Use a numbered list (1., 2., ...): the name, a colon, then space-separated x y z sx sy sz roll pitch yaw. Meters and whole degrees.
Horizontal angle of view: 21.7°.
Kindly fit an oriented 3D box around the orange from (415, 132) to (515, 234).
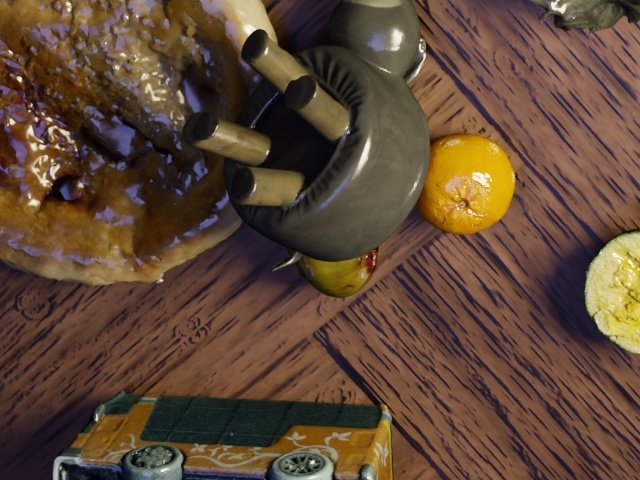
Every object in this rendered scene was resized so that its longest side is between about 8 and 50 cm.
1. orange: 0.112 -0.045 1.324 0.083 0.070 0.083 5 114 11

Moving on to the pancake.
1. pancake: -0.194 -0.122 1.393 0.356 0.065 0.356 4 108 13

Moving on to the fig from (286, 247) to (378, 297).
1. fig: 0.000 0.000 1.375 0.098 0.084 0.082 16 84 17

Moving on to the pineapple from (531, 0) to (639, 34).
1. pineapple: 0.308 -0.228 1.132 0.362 0.202 0.202 -24 102 35

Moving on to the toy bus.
1. toy bus: -0.076 0.217 1.435 0.275 0.167 0.138 1 111 12

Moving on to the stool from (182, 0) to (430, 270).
1. stool: -0.008 -0.095 1.281 0.153 0.139 0.228 -12 63 39

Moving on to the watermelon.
1. watermelon: 0.264 0.036 1.313 0.105 0.062 0.105 6 107 21
